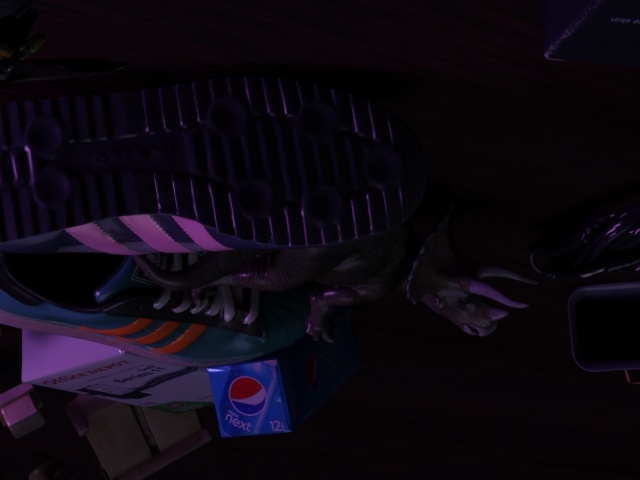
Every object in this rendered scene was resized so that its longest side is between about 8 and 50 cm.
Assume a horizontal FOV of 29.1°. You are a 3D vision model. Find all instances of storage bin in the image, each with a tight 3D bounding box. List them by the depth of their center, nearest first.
[{"bbox_3d":[0.316,0.094,1.233,0.135,0.098,0.091,-5,171,8],"label":"storage bin"}]

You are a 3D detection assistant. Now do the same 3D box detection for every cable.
[{"bbox_3d":[0.275,0.002,1.024,0.150,0.047,0.184,11,156,-32],"label":"cable"}]

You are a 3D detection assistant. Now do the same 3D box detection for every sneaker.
[{"bbox_3d":[-0.093,-0.045,0.807,0.319,0.112,0.131,1,177,-1],"label":"sneaker"},{"bbox_3d":[-0.133,0.034,0.982,0.302,0.108,0.121,8,162,-22],"label":"sneaker"}]

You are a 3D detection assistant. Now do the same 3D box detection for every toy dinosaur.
[{"bbox_3d":[0.000,0.000,0.940,0.313,0.121,0.160,20,139,-36],"label":"toy dinosaur"}]

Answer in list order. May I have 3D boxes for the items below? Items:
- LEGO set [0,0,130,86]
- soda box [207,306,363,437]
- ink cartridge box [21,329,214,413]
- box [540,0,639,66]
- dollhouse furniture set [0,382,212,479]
[{"bbox_3d":[-0.250,-0.047,0.413,0.331,0.255,0.192,-2,123,15],"label":"LEGO set"},{"bbox_3d":[-0.028,0.117,1.152,0.071,0.067,0.210,-9,-173,21],"label":"soda box"},{"bbox_3d":[-0.164,0.102,1.197,0.153,0.087,0.208,-18,154,37],"label":"ink cartridge box"},{"bbox_3d":[0.195,-0.146,0.533,0.156,0.093,0.158,3,159,-15],"label":"box"},{"bbox_3d":[-0.267,0.149,1.398,0.355,0.174,0.303,-28,151,-15],"label":"dollhouse furniture set"}]
